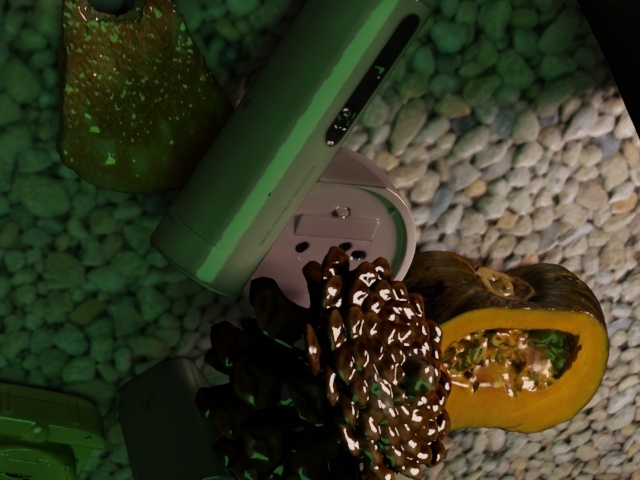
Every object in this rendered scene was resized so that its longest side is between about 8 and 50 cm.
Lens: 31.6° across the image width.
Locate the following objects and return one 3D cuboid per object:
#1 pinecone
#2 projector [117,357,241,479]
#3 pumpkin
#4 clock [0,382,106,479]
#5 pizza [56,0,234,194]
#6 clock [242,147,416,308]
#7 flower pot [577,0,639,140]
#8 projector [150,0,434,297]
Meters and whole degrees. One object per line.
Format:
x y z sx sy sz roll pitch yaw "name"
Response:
-0.007 0.148 1.122 0.264 0.264 0.264 -10 127 -14 "pinecone"
-0.121 0.285 1.286 0.108 0.198 0.250 -30 129 1 "projector"
0.192 0.136 1.345 0.317 0.139 0.221 4 119 -26 "pumpkin"
-0.352 0.268 1.266 0.170 0.069 0.232 14 118 -29 "clock"
-0.179 -0.144 1.063 0.181 0.034 0.262 -23 132 -4 "pizza"
0.000 0.000 1.214 0.197 0.068 0.196 -10 126 -15 "clock"
0.393 -0.240 1.068 0.251 0.379 0.379 41 104 -16 "flower pot"
-0.030 -0.109 1.071 0.108 0.108 0.337 28 101 -34 "projector"
